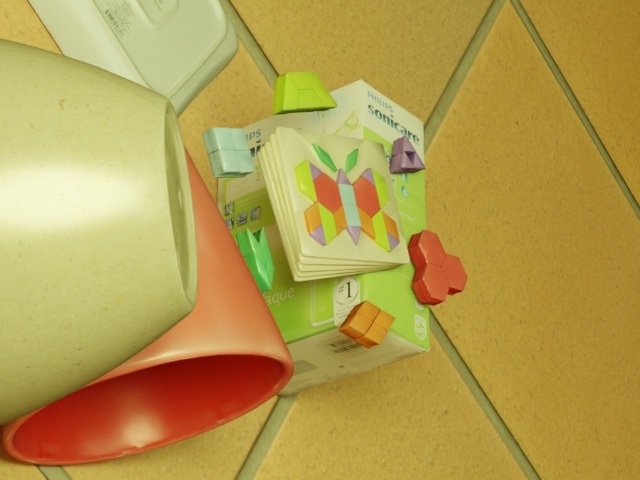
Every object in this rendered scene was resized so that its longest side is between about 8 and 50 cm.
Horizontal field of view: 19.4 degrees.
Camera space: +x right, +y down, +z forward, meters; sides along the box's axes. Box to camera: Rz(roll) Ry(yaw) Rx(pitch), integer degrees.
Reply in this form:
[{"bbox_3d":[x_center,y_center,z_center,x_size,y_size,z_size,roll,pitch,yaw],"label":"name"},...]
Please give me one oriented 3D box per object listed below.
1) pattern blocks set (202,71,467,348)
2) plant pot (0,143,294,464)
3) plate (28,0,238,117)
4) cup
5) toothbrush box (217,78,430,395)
[{"bbox_3d":[0.019,-0.035,1.864,0.325,0.026,0.285,-19,87,-52],"label":"pattern blocks set"},{"bbox_3d":[-0.184,0.044,1.701,0.275,0.275,0.243,10,57,-53],"label":"plant pot"},{"bbox_3d":[-0.199,-0.264,2.014,0.277,0.045,0.278,59,35,-19],"label":"plate"},{"bbox_3d":[-0.223,-0.016,1.445,0.331,0.237,0.331,-7,90,-88],"label":"cup"},{"bbox_3d":[0.000,0.000,2.021,0.122,0.206,0.283,31,50,-44],"label":"toothbrush box"}]
